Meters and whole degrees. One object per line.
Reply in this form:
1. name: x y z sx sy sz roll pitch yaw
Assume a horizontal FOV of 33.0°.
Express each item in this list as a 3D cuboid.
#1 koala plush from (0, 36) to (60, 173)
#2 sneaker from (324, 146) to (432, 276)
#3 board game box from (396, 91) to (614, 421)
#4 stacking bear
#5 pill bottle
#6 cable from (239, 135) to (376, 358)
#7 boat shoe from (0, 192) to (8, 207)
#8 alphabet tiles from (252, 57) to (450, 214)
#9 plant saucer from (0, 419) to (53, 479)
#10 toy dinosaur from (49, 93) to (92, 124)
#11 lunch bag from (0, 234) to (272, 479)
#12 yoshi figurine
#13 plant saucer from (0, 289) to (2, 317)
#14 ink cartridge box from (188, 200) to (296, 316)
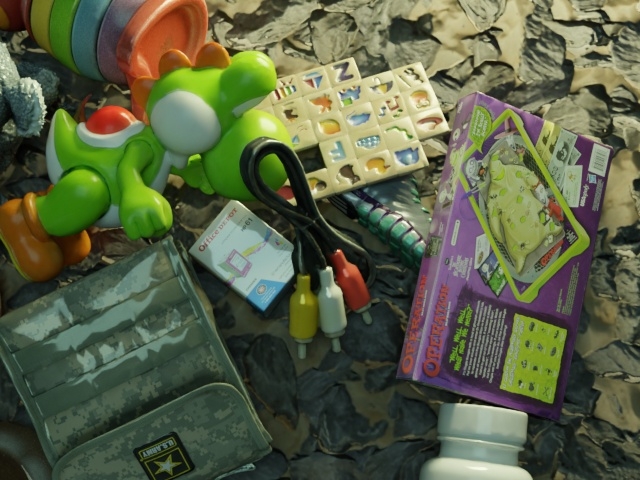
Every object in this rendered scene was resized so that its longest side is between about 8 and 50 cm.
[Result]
1. koala plush: -0.405 -0.164 1.253 0.196 0.221 0.203 25 75 -22
2. sneaker: 0.110 -0.035 1.321 0.224 0.083 0.098 40 78 9
3. board game box: 0.223 0.021 1.279 0.208 0.056 0.346 20 78 -26
4. stacking bear: -0.303 -0.285 1.349 0.289 0.175 0.164 24 63 15
5. pill bottle: 0.173 0.305 1.223 0.131 0.131 0.229 7 79 3
6. cable: 0.000 0.000 1.249 0.139 0.287 0.072 -28 38 -19
7. boat shoe: -0.451 0.009 1.302 0.183 0.083 0.065 -51 51 18
8. alphabet tiles: 0.030 -0.145 1.345 0.237 0.009 0.198 -17 57 -2
9. plant saucer: -0.388 0.311 1.266 0.199 0.036 0.198 -2 84 15
10. toy dinosaur: -0.305 -0.129 1.354 0.090 0.082 0.047 -17 38 26
11. lunch bag: -0.211 0.173 1.246 0.235 0.169 0.287 -25 90 -4
12. yoshi figurine: -0.179 -0.067 1.260 0.362 0.203 0.203 -33 55 10
13. plant saucer: -0.490 0.087 1.337 0.200 0.037 0.200 -1 78 2
14. ink cartridge box: -0.088 0.021 1.329 0.122 0.052 0.088 38 82 10
